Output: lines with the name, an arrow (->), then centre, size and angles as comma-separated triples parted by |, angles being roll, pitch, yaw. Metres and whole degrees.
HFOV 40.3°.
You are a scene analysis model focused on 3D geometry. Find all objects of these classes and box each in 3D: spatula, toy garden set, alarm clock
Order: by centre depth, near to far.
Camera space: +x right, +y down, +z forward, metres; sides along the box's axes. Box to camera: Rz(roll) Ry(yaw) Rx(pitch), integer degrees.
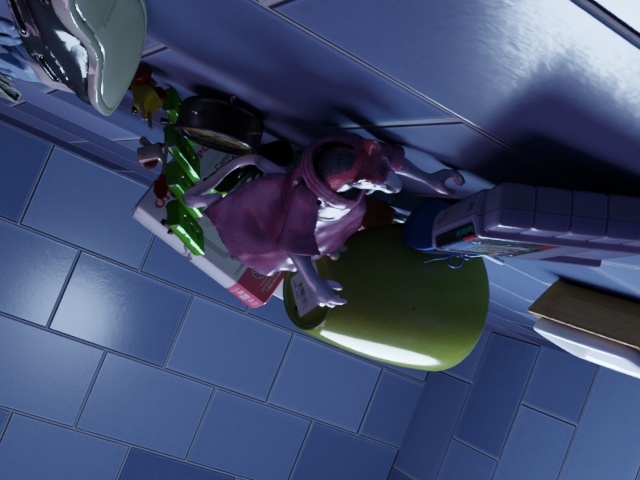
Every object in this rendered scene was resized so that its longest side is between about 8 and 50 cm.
toy garden set -> -0.238, -0.124, 1.317 | 0.049, 0.244, 0.204 | -12, 152, 9
alarm clock -> -0.156, -0.173, 1.330 | 0.129, 0.064, 0.192 | 17, 170, -15
spatula -> 0.251, 0.002, 1.764 | 0.242, 0.019, 0.168 | 25, 173, -33

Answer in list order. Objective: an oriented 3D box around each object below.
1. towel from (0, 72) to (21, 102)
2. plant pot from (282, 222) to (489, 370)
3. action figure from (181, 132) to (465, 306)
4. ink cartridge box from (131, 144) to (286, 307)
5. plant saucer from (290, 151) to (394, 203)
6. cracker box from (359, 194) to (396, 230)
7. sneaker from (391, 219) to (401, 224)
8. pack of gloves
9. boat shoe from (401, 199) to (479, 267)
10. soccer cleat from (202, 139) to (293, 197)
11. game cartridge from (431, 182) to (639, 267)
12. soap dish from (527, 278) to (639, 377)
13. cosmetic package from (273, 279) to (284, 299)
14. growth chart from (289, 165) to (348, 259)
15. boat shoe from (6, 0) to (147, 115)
towel -> -0.824, -0.412, 1.853 | 0.324, 0.056, 0.312 | 23, 172, 11
plant pot -> 0.091, 0.091, 1.503 | 0.293, 0.275, 0.274 | 4, -173, -39
action figure -> 0.002, -0.077, 1.178 | 0.276, 0.248, 0.370 | 47, 156, 1
ink cartridge box -> -0.165, -0.044, 1.567 | 0.283, 0.207, 0.117 | 38, 165, -10
plant saucer -> 0.038, -0.109, 1.501 | 0.192, 0.018, 0.067 | 21, 175, 1
cracker box -> 0.012, -0.075, 1.690 | 0.155, 0.067, 0.232 | 26, 174, -37
sneaker -> 0.124, -0.011, 1.739 | 0.188, 0.071, 0.066 | 25, 176, 35
pack of gloves -> -0.524, -0.335, 1.477 | 0.232, 0.046, 0.195 | 17, 162, 23
boat shoe -> 0.221, -0.001, 1.356 | 0.089, 0.109, 0.258 | 28, 175, -27
soccer cleat -> -0.113, -0.112, 1.387 | 0.060, 0.179, 0.072 | 50, 157, 15
game cartridge -> 0.269, -0.010, 1.040 | 0.230, 0.068, 0.355 | 2, 176, -3
soap dish -> 0.574, 0.182, 1.726 | 0.228, 0.118, 0.290 | 18, 174, 41
cosmetic package -> -0.136, -0.005, 1.787 | 0.365, 0.155, 0.197 | 30, -177, -17
growth chart -> -0.026, -0.054, 1.450 | 0.171, 0.021, 0.237 | 19, -148, -4
boat shoe -> -0.260, -0.229, 0.896 | 0.113, 0.127, 0.340 | 23, 173, 0
